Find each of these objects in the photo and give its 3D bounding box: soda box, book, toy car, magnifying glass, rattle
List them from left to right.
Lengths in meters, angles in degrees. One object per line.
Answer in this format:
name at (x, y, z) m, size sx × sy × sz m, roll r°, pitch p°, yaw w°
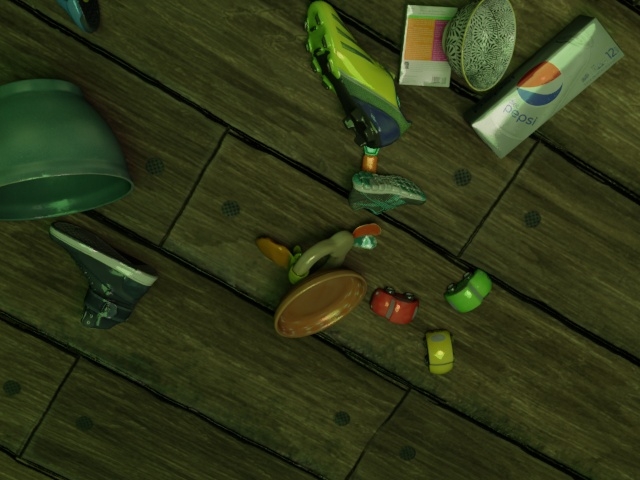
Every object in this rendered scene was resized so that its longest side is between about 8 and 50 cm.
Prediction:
rattle at (0.000, 0.000, 1.735) m, size 0.200 × 0.143 × 0.130 m, roll -43°, pitch 138°, yaw -3°
magnifying glass at (0.098, -0.187, 1.677) m, size 0.092 × 0.026 × 0.230 m, roll 5°, pitch 109°, yaw -3°
book at (0.196, -0.357, 1.619) m, size 0.096 × 0.035 × 0.144 m, roll 3°, pitch 109°, yaw -6°
toy car at (0.249, 0.143, 1.776) m, size 0.225 × 0.053 × 0.239 m, roll -39°, pitch 105°, yaw 11°
soda box at (0.403, -0.282, 1.614) m, size 0.286 × 0.098 × 0.091 m, roll -40°, pitch 105°, yaw 12°

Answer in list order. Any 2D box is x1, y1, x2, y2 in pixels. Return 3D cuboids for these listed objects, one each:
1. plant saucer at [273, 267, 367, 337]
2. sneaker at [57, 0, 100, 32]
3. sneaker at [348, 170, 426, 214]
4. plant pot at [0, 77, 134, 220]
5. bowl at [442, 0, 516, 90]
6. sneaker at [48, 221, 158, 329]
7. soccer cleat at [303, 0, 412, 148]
plant saucer at (-0.004, 0.117, 1.718) m, size 0.200 × 0.037 × 0.200 m, roll -22°, pitch 149°, yaw -14°
sneaker at (-0.461, -0.460, 1.555) m, size 0.082 × 0.069 × 0.209 m, roll -17°, pitch 109°, yaw 20°
sneaker at (0.123, -0.083, 1.685) m, size 0.167 × 0.065 × 0.076 m, roll 9°, pitch 125°, yaw -25°
plant pot at (-0.493, -0.166, 1.557) m, size 0.293 × 0.293 × 0.196 m, roll -12°, pitch 82°, yaw 3°
bowl at (0.271, -0.358, 1.580) m, size 0.080 × 0.170 × 0.170 m, roll 20°, pitch 120°, yaw 39°
sneaker at (-0.455, 0.077, 1.720) m, size 0.226 × 0.086 × 0.163 m, roll 33°, pitch 102°, yaw -13°
soccer cleat at (0.067, -0.305, 1.602) m, size 0.121 × 0.093 × 0.289 m, roll -28°, pitch 93°, yaw -21°
